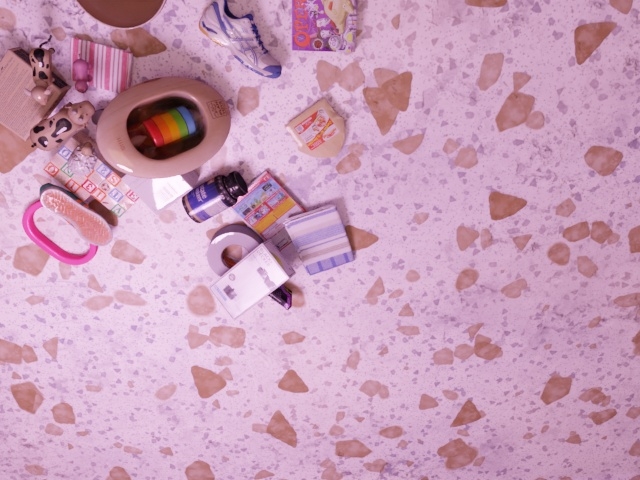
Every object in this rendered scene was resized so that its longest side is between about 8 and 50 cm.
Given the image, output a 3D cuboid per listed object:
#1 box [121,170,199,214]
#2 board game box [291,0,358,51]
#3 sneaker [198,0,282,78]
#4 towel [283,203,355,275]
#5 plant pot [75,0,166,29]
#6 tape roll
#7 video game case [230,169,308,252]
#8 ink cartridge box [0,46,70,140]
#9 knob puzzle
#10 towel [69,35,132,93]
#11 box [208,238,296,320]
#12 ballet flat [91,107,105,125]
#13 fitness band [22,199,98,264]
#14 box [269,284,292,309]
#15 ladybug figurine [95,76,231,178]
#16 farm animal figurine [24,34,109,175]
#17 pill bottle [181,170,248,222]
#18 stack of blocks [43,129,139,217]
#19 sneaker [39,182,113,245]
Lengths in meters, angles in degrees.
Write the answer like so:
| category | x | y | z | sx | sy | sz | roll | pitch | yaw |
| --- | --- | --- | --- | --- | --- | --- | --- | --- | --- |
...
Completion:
| category | x | y | z | sx | sy | sz | roll | pitch | yaw |
| --- | --- | --- | --- | --- | --- | --- | --- | --- | --- |
| box | -0.562 | -0.222 | 1.827 | 0.181 | 0.119 | 0.182 | -34 | 113 | 16 |
| board game box | 0.015 | -0.766 | 1.592 | 0.208 | 0.056 | 0.346 | 2 | 118 | 2 |
| sneaker | -0.230 | -0.633 | 1.620 | 0.297 | 0.112 | 0.131 | 33 | 112 | -18 |
| towel | 0.000 | 0.000 | 1.986 | 0.209 | 0.034 | 0.285 | -19 | 125 | 5 |
| plant pot | -0.563 | -0.773 | 1.494 | 0.284 | 0.191 | 0.284 | -1 | 118 | -1 |
| tape roll | -0.325 | 0.049 | 2.002 | 0.219 | 0.072 | 0.219 | 0 | 118 | 0 |
| video game case | -0.181 | -0.102 | 1.950 | 0.204 | 0.025 | 0.285 | -38 | 113 | 17 |
| ink cartridge box | -0.980 | -0.479 | 1.699 | 0.193 | 0.088 | 0.235 | 41 | 110 | -20 |
| knob puzzle | 0.000 | -0.374 | 1.807 | 0.213 | 0.030 | 0.213 | -1 | 117 | -1 |
| towel | -0.720 | -0.571 | 1.693 | 0.197 | 0.029 | 0.144 | 14 | 117 | -6 |
| box | -0.257 | 0.147 | 1.934 | 0.290 | 0.087 | 0.169 | -37 | 89 | 17 |
| ballet flat | -0.648 | -0.423 | 1.761 | 0.250 | 0.058 | 0.084 | -7 | 100 | -4 |
| fitness band | -0.981 | -0.029 | 1.960 | 0.209 | 0.054 | 0.291 | -38 | 111 | 18 |
| box | -0.181 | 0.194 | 2.057 | 0.162 | 0.116 | 0.029 | 39 | 109 | -19 |
| ladybug figurine | -0.495 | -0.355 | 1.658 | 0.449 | 0.162 | 0.305 | -27 | 100 | -29 |
| farm animal figurine | -0.793 | -0.402 | 1.606 | 0.330 | 0.172 | 0.326 | 36 | 101 | -24 |
| pill bottle | -0.377 | -0.161 | 1.861 | 0.219 | 0.122 | 0.122 | -27 | 115 | 12 |
| stack of blocks | -0.795 | -0.221 | 1.841 | 0.171 | 0.087 | 0.297 | -40 | 112 | 18 |
| sneaker | -0.876 | -0.102 | 1.866 | 0.108 | 0.121 | 0.302 | -41 | 130 | -4 |
